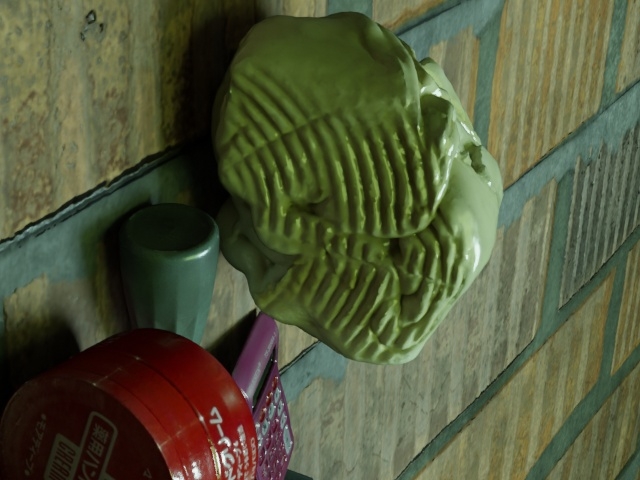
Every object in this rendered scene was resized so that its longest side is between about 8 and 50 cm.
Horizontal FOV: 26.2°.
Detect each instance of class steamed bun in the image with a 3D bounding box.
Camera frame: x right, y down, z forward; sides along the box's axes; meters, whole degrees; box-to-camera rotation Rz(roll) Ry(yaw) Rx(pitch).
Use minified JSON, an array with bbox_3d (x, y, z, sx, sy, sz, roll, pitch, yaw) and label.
[{"bbox_3d":[0.029,-0.065,1.270,0.276,0.289,0.203,-55,180,27],"label":"steamed bun"}]

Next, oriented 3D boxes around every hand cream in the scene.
[{"bbox_3d":[-0.157,0.175,1.127,0.125,0.193,0.193,-32,133,-54],"label":"hand cream"}]

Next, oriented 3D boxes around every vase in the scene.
[{"bbox_3d":[-0.135,0.077,1.232,0.086,0.086,0.214,-39,143,-45],"label":"vase"}]

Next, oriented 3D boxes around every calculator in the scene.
[{"bbox_3d":[-0.064,0.182,1.429,0.126,0.034,0.190,-70,156,-54],"label":"calculator"}]

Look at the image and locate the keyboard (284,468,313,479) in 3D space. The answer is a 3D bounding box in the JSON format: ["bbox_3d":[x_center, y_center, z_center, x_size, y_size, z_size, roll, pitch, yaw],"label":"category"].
[{"bbox_3d":[-0.095,0.275,1.475,0.103,0.041,0.381,-68,158,-9],"label":"keyboard"}]
